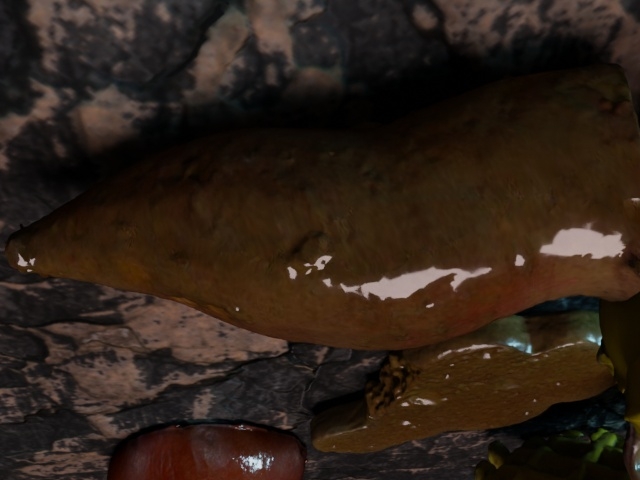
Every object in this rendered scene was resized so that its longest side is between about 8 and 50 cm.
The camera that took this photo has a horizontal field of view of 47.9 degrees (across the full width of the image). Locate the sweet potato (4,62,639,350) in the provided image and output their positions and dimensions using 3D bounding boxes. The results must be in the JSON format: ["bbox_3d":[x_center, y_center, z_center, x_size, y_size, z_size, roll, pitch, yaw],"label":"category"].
[{"bbox_3d":[0.000,-0.001,0.380,0.337,0.131,0.131,-10,143,7],"label":"sweet potato"}]

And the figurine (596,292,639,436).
[{"bbox_3d":[0.305,0.009,0.356,0.340,0.231,0.324,-25,175,13],"label":"figurine"}]

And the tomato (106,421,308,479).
[{"bbox_3d":[-0.119,0.274,0.781,0.225,0.085,0.225,-5,142,-4],"label":"tomato"}]

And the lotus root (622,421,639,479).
[{"bbox_3d":[0.361,0.171,0.607,0.199,0.188,0.180,-37,160,6],"label":"lotus root"}]

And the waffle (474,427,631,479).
[{"bbox_3d":[0.304,0.256,0.680,0.312,0.307,0.060,-2,100,5],"label":"waffle"}]

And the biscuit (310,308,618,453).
[{"bbox_3d":[0.120,0.129,0.642,0.183,0.047,0.320,27,133,-33],"label":"biscuit"}]
